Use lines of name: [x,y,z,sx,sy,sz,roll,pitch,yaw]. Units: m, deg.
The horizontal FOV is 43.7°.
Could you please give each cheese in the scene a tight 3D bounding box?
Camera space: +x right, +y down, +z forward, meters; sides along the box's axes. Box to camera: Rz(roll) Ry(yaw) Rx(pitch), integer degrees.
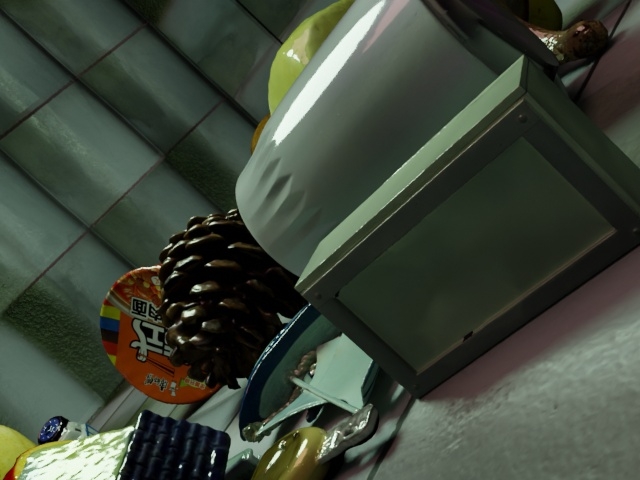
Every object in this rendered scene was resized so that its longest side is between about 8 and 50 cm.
cheese: [-0.006,0.177,0.644,0.162,0.036,0.086,-42,10,39]

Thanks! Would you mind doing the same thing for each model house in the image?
model house: [-0.164,0.271,0.739,0.211,0.170,0.194,-19,20,9]

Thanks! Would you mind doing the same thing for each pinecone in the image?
pinecone: [-0.123,0.074,1.124,0.224,0.224,0.273,-42,31,34]

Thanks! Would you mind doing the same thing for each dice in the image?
dice: [0.071,-0.213,1.219,0.233,0.227,0.238,-31,-19,-23]

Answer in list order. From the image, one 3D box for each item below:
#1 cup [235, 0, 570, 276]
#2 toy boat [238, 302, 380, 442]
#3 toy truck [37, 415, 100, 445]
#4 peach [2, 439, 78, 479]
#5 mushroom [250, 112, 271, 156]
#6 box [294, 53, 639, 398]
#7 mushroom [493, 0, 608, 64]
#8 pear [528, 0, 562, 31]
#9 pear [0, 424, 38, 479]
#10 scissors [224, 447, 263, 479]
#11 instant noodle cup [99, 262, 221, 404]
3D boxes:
cup: [0.081,-0.134,0.935,0.371,0.253,0.253,-45,8,31]
toy boat: [-0.009,0.132,0.781,0.210,0.070,0.291,-49,10,10]
toy truck: [-0.531,0.489,1.644,0.213,0.161,0.177,-48,27,-5]
peach: [-0.319,0.335,1.015,0.190,0.190,0.192,-55,-8,-44]
mushroom: [0.013,-0.126,1.448,0.267,0.255,0.267,-12,20,4]
box: [0.106,-0.003,0.581,0.225,0.129,0.086,-43,9,31]
mushroom: [0.260,-0.237,1.011,0.148,0.227,0.217,-21,30,-32]
pear: [0.271,-0.310,1.177,0.162,0.149,0.149,-42,8,7]
pear: [-0.620,0.488,1.383,0.348,0.348,0.348,-46,8,8]
scissors: [-0.137,0.282,0.860,0.256,0.030,0.125,-42,13,38]
instant noodle cup: [-0.231,0.133,1.409,0.250,0.250,0.192,-44,1,24]
